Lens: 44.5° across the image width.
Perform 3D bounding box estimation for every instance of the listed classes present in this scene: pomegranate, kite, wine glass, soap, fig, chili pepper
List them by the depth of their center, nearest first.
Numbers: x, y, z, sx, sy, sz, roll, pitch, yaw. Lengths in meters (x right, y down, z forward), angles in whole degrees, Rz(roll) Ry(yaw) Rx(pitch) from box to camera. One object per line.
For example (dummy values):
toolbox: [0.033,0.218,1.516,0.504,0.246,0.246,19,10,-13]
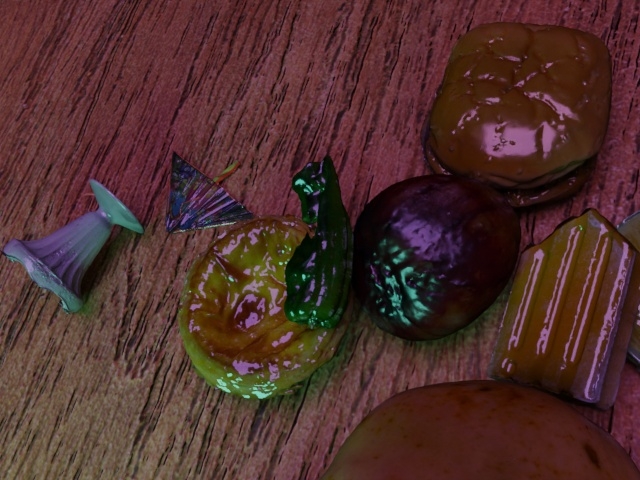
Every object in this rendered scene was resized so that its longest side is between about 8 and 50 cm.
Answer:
pomegranate: [0.166,0.345,0.846,0.412,0.411,0.411,-7,62,14]
soap: [0.338,0.084,1.051,0.160,0.080,0.257,8,72,44]
chili pepper: [-0.001,0.000,1.105,0.099,0.083,0.253,-19,58,36]
fig: [0.162,0.014,1.110,0.263,0.224,0.224,-39,59,-3]
wine glass: [-0.411,0.007,1.328,0.165,0.165,0.196,37,75,29]
kite: [-0.218,-0.086,1.394,0.183,0.014,0.241,-42,58,-7]

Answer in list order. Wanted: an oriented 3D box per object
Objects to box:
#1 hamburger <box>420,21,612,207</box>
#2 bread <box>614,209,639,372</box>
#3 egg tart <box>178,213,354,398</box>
hamburger: [0.295,-0.196,1.204,0.319,0.158,0.318,-9,59,15]
bread: [0.518,0.071,1.060,0.301,0.045,0.301,-7,62,13]
egg tart: [-0.078,0.103,1.195,0.295,0.116,0.294,-6,64,12]
